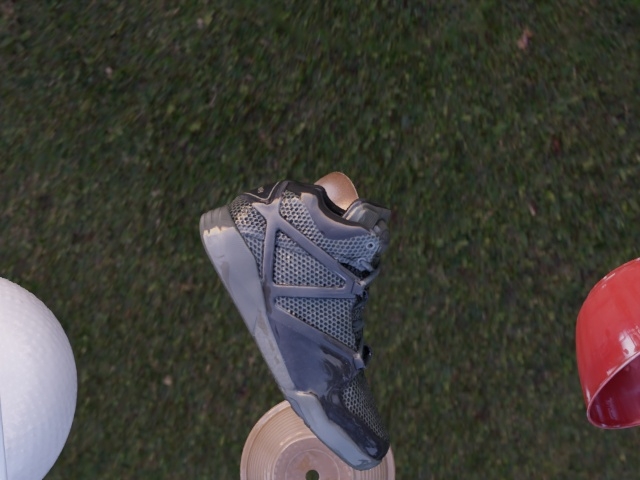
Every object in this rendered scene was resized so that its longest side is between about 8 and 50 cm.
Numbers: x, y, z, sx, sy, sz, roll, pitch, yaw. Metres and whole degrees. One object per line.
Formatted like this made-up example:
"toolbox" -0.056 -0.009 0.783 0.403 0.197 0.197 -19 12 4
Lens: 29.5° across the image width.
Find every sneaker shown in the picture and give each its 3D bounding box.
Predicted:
"sneaker" 0.016 0.054 0.903 0.130 0.087 0.227 -28 89 9

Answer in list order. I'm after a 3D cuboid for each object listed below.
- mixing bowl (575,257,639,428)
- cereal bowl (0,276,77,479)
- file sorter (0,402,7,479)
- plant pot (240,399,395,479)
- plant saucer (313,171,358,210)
"mixing bowl" 0.296 0.077 1.076 0.182 0.098 0.181 -17 146 -12
"cereal bowl" -0.494 0.190 1.571 0.339 0.141 0.338 -3 71 9
"file sorter" -0.309 0.155 0.789 0.193 0.173 0.277 -7 122 -19
"plant pot" -0.008 0.346 1.806 0.237 0.110 0.237 -1 84 6
"plant saucer" 0.000 0.000 1.730 0.036 0.198 0.198 3 116 -25
